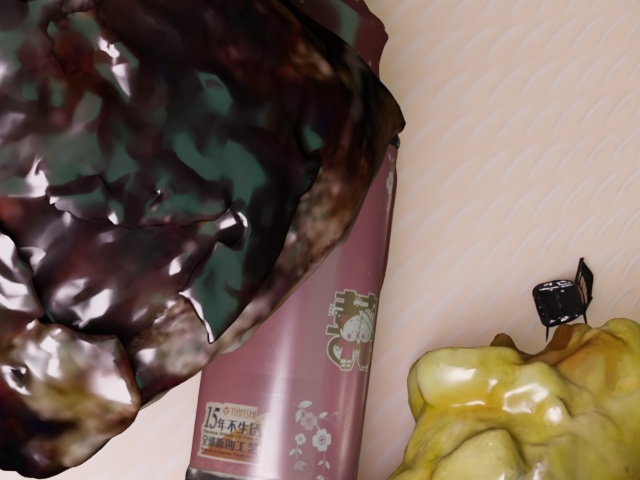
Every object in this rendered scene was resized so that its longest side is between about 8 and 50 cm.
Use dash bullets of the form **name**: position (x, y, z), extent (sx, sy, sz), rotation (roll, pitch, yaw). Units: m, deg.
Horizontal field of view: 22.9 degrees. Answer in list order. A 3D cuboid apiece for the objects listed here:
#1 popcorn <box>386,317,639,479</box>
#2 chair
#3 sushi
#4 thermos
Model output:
- **popcorn**: position (0.164, 0.176, 1.090), extent (0.286, 0.215, 0.252), rotation (0, 96, -34)
- **chair**: position (0.187, 0.046, 1.217), extent (0.086, 0.042, 0.037), rotation (-53, 128, -67)
- **sushi**: position (-0.152, -0.062, 0.803), extent (0.294, 0.281, 0.299), rotation (51, 47, -26)
- **thermos**: position (0.001, -0.001, 1.019), extent (0.136, 0.109, 0.330), rotation (10, 84, -24)
